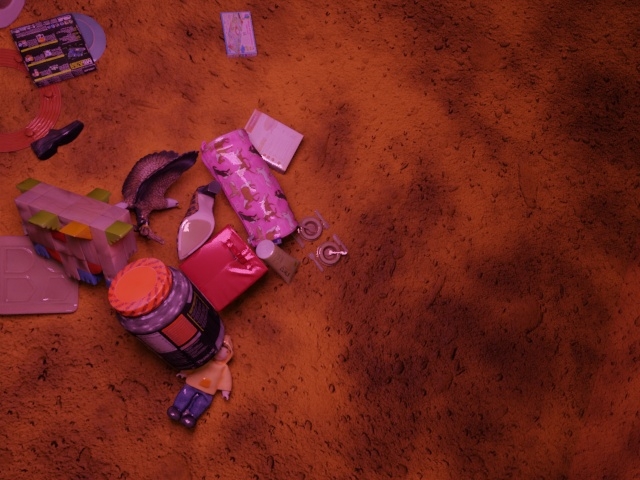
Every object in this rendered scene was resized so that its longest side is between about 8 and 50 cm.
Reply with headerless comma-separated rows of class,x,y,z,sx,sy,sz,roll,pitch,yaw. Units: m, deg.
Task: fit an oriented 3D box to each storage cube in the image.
storage cube,-0.295,0.084,1.438,0.193,0.215,0.183,-41,94,-8

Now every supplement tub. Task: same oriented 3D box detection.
supplement tub,-0.425,0.209,1.310,0.207,0.338,0.207,-9,50,11

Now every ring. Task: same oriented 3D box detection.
ring,-0.985,-0.438,1.435,0.337,0.032,0.336,1,84,-12

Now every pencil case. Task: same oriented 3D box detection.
pencil case,-0.225,-0.162,1.483,0.160,0.167,0.386,-23,101,30

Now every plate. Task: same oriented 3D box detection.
plate,-0.795,-0.653,1.505,0.188,0.024,0.188,2,83,-13

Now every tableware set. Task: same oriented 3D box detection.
tableware set,0.000,0.000,1.598,0.128,0.039,0.194,-39,93,-14

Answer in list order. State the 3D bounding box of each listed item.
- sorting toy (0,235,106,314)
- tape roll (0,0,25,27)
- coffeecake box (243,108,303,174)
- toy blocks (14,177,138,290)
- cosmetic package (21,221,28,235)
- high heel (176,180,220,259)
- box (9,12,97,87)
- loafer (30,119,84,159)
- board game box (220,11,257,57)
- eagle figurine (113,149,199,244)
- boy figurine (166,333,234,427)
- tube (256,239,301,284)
sorting toy,-0.794,0.102,1.407,0.307,0.041,0.229,1,90,-22
tape roll,-1.006,-0.776,1.360,0.169,0.246,0.246,21,80,-9
coffeecake box,-0.174,-0.333,1.582,0.185,0.068,0.142,28,80,-8
toy blocks,-0.664,0.005,1.303,0.381,0.261,0.190,18,41,12
cosmetic package,-0.829,-0.047,1.411,0.115,0.060,0.041,-17,86,-15
high heel,-0.387,-0.055,1.441,0.093,0.186,0.261,27,75,-22
box,-0.829,-0.594,1.454,0.191,0.045,0.184,-26,92,-16
loafer,-0.818,-0.325,1.445,0.170,0.062,0.061,-42,89,-15
board game box,-0.285,-0.717,1.623,0.103,0.026,0.154,-9,85,-13
eagle figurine,-0.510,-0.156,1.432,0.226,0.225,0.298,15,91,6
boy figurine,-0.348,0.429,1.448,0.177,0.092,0.285,33,81,-4
tube,-0.124,0.067,1.482,0.070,0.240,0.062,-26,61,8
